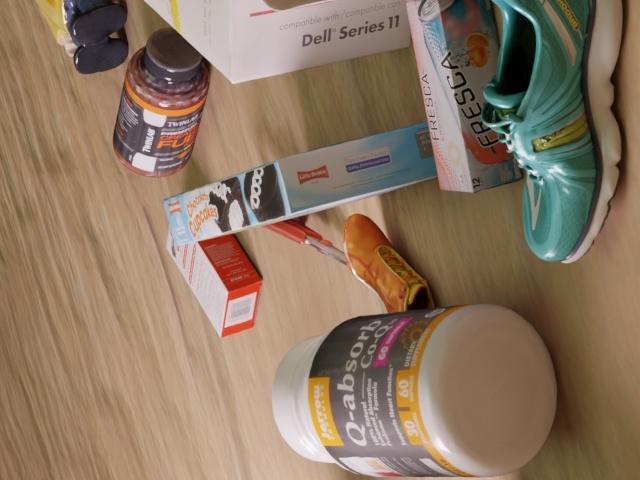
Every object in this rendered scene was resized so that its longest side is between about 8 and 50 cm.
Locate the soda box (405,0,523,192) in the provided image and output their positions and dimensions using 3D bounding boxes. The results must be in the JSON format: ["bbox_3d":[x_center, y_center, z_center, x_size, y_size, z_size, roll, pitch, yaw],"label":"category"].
[{"bbox_3d":[0.132,-0.137,1.691,0.063,0.058,0.183,8,112,63],"label":"soda box"}]

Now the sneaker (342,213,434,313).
[{"bbox_3d":[0.082,0.043,1.915,0.067,0.064,0.175,-45,70,45],"label":"sneaker"}]

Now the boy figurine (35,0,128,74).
[{"bbox_3d":[-0.360,-0.349,2.550,0.285,0.092,0.177,47,146,39],"label":"boy figurine"}]

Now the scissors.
[{"bbox_3d":[0.000,0.000,2.072,0.297,0.109,0.021,24,99,31],"label":"scissors"}]

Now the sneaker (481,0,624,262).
[{"bbox_3d":[0.181,-0.108,1.544,0.107,0.110,0.275,34,134,54],"label":"sneaker"}]

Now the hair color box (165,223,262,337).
[{"bbox_3d":[-0.137,0.029,2.352,0.167,0.053,0.093,55,150,32],"label":"hair color box"}]

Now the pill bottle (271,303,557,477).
[{"bbox_3d":[0.083,0.149,1.787,0.278,0.162,0.162,-10,95,53],"label":"pill bottle"}]

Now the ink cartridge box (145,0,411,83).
[{"bbox_3d":[-0.045,-0.263,1.804,0.353,0.207,0.119,46,141,47],"label":"ink cartridge box"}]

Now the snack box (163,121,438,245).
[{"bbox_3d":[-0.019,-0.056,1.898,0.322,0.187,0.060,-13,92,65],"label":"snack box"}]

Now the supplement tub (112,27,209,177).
[{"bbox_3d":[-0.196,-0.174,2.292,0.106,0.106,0.198,61,153,27],"label":"supplement tub"}]
